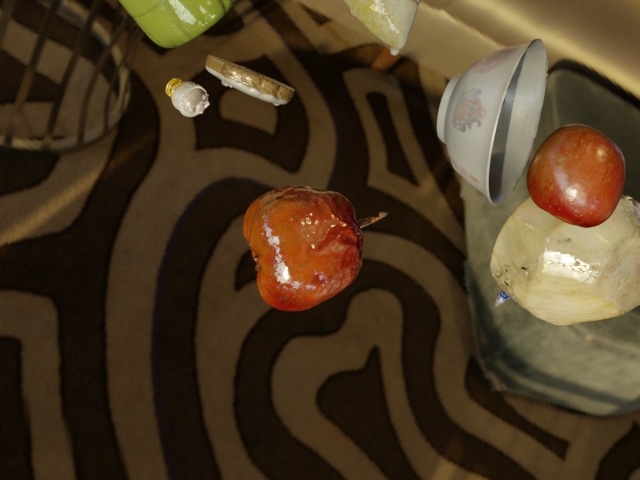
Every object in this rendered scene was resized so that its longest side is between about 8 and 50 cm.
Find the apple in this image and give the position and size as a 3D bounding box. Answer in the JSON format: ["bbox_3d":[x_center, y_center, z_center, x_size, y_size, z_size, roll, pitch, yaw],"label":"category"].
[{"bbox_3d":[0.471,-0.115,1.615,0.181,0.168,0.181,30,1,-1],"label":"apple"}]

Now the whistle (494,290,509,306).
[{"bbox_3d":[0.448,0.129,2.125,0.029,0.083,0.033,33,33,-4],"label":"whistle"}]

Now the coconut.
[{"bbox_3d":[0.547,0.021,1.952,0.352,0.352,0.353,19,47,-22],"label":"coconut"}]

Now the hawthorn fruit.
[{"bbox_3d":[0.000,0.000,1.459,0.243,0.207,0.207,-18,64,-10],"label":"hawthorn fruit"}]

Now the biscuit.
[{"bbox_3d":[-0.147,-0.324,1.800,0.181,0.049,0.208,16,11,-38],"label":"biscuit"}]

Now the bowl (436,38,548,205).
[{"bbox_3d":[0.337,-0.255,1.807,0.157,0.345,0.345,17,37,24],"label":"bowl"}]

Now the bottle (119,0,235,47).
[{"bbox_3d":[-0.197,-0.323,0.880,0.260,0.112,0.112,52,37,-28],"label":"bottle"}]

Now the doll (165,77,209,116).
[{"bbox_3d":[-0.289,-0.308,1.967,0.073,0.084,0.127,-38,55,-19],"label":"doll"}]

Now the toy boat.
[{"bbox_3d":[0.117,-0.499,1.401,0.276,0.111,0.293,39,86,-14],"label":"toy boat"}]
